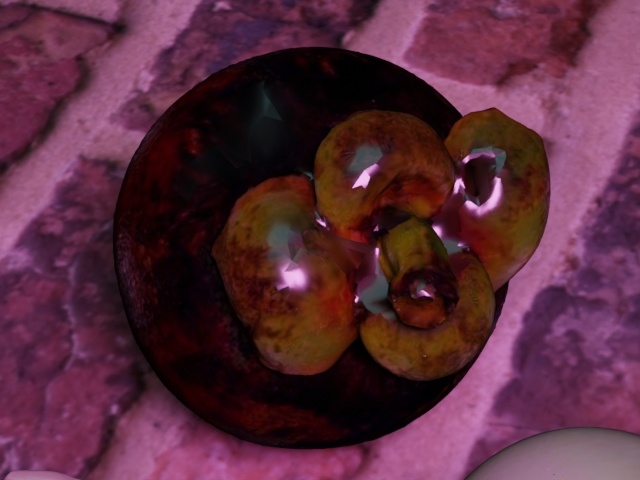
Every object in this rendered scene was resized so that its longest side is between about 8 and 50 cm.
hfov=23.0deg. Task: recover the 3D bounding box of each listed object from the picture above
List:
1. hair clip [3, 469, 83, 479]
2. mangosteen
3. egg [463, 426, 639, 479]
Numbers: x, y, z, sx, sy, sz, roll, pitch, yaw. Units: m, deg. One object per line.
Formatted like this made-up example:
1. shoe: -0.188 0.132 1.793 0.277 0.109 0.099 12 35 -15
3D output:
1. hair clip: -0.058 0.236 0.997 0.282 0.113 0.172 -4 53 -1
2. mangosteen: 0.001 0.006 1.105 0.311 0.311 0.311 -2 45 2
3. egg: 0.169 0.236 0.910 0.220 0.220 0.270 -14 47 -10
